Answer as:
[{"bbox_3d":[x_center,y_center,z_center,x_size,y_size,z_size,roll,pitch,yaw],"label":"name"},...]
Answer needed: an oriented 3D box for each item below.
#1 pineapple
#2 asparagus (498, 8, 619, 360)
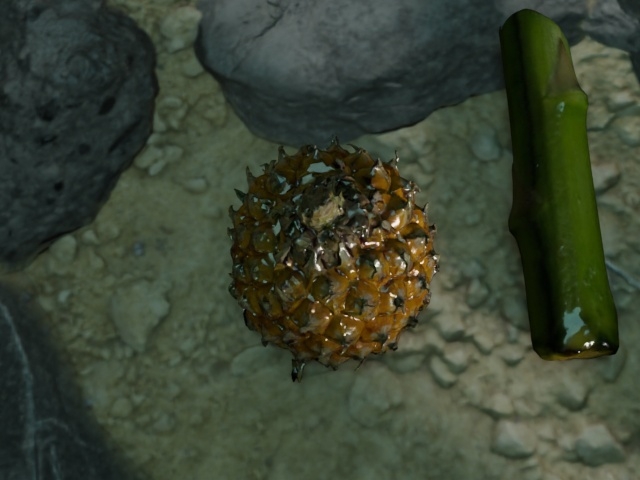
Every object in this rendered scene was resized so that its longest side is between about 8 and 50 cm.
[{"bbox_3d":[0.003,-0.002,0.705,0.161,0.137,0.176,-7,69,4],"label":"pineapple"},{"bbox_3d":[0.174,-0.044,0.743,0.067,0.060,0.277,-9,68,24],"label":"asparagus"}]
